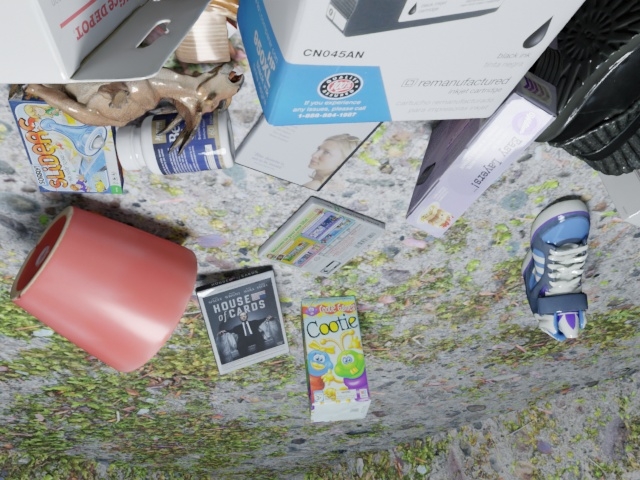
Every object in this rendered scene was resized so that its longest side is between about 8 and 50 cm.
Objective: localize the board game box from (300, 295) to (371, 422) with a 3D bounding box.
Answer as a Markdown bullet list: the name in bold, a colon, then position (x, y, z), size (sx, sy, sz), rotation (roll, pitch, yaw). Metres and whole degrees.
- **board game box**: position (0.031, 0.297, 1.383), size (0.142, 0.275, 0.144), rotation (-4, 145, -5)

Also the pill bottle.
- **pill bottle**: position (-0.224, -0.152, 0.859), size (0.169, 0.094, 0.094), rotation (-7, 145, -2)

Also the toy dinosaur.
- **toy dinosaur**: position (-0.272, -0.196, 0.743), size (0.295, 0.127, 0.200), rotation (5, 170, 16)

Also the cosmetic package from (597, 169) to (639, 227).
- **cosmetic package**: position (0.746, -0.101, 1.060), size (0.365, 0.155, 0.197), rotation (14, 140, -29)

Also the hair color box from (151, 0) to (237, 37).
- **hair color box**: position (-0.182, -0.302, 0.699), size (0.072, 0.043, 0.141), rotation (-32, 139, 30)

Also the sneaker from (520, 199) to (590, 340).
- **sneaker**: position (0.551, 0.090, 1.221), size (0.130, 0.236, 0.323), rotation (-7, 145, -1)

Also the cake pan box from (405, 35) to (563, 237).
- **cake pan box**: position (0.233, -0.169, 0.792), size (0.070, 0.246, 0.267), rotation (28, 136, -6)

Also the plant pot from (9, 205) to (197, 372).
- **plant pot**: position (-0.411, 0.079, 1.029), size (0.275, 0.275, 0.243), rotation (-32, 129, 31)

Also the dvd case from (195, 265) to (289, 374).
- **dvd case**: position (-0.177, 0.189, 1.282), size (0.179, 0.029, 0.239), rotation (-16, 119, -14)

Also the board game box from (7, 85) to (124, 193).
- **board game box**: position (-0.397, -0.153, 0.877), size (0.136, 0.035, 0.201), rotation (0, 144, -11)

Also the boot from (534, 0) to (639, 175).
- **boot**: position (0.474, -0.257, 0.811), size (0.260, 0.131, 0.348), rotation (11, 138, -28)

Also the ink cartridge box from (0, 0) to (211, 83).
- **ink cartridge box**: position (-0.304, -0.244, 0.514), size (0.353, 0.207, 0.119), rotation (2, 133, 8)

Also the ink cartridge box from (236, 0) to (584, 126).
- **ink cartridge box**: position (0.106, -0.286, 0.469), size (0.285, 0.166, 0.395), rotation (-7, 155, -20)

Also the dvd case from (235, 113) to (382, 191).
- **dvd case**: position (-0.009, -0.185, 0.916), size (0.180, 0.022, 0.253), rotation (17, 138, -30)

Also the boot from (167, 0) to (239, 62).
- **boot**: position (-0.054, -0.337, 0.644), size (0.283, 0.109, 0.220), rotation (-9, 129, -14)

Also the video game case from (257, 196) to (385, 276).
- **video game case**: position (0.000, 0.000, 1.179), size (0.193, 0.023, 0.212), rotation (18, 138, -32)
